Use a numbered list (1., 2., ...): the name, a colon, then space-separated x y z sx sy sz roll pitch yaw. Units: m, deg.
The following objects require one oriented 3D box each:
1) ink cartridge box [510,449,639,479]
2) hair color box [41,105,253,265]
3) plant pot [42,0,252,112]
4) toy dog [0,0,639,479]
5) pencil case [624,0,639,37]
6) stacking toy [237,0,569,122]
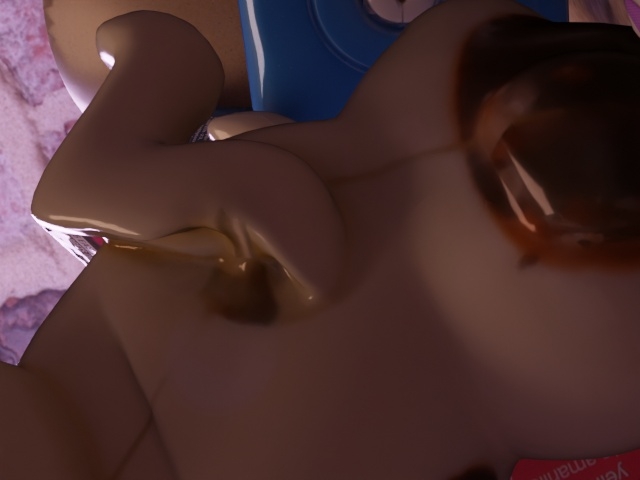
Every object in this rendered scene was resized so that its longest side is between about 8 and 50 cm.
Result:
1. ink cartridge box: 0.227 0.255 1.083 0.279 0.160 0.384 104 141 -87
2. hair color box: 0.000 0.000 1.305 0.347 0.105 0.174 5 153 40
3. plant pot: -0.026 -0.182 1.408 0.191 0.284 0.284 15 142 40
4. toy dog: 0.008 0.061 0.843 0.395 0.408 0.284 50 -179 40
5. pencil case: 0.107 -0.140 0.540 0.088 0.086 0.206 29 154 43
6. stacking toy: 0.039 -0.179 1.101 0.302 0.166 0.175 -91 -6 -68
